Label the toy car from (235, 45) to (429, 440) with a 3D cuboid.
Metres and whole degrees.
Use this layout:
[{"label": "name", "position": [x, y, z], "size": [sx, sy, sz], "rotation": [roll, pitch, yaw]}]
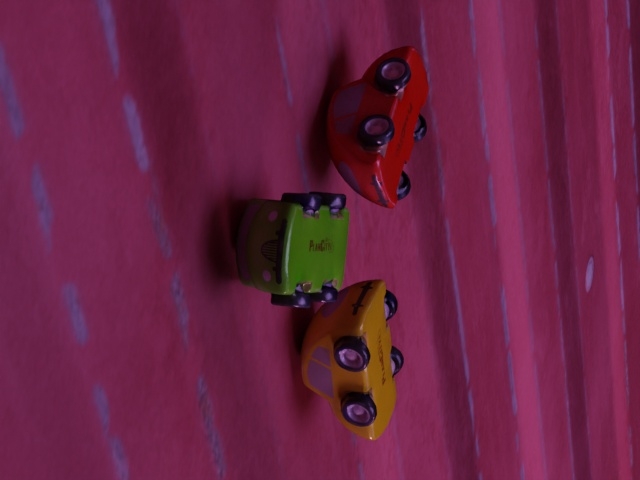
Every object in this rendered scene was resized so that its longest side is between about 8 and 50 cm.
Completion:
[{"label": "toy car", "position": [0.000, 0.000, 1.141], "size": [0.225, 0.053, 0.239], "rotation": [0, 95, -70]}]
